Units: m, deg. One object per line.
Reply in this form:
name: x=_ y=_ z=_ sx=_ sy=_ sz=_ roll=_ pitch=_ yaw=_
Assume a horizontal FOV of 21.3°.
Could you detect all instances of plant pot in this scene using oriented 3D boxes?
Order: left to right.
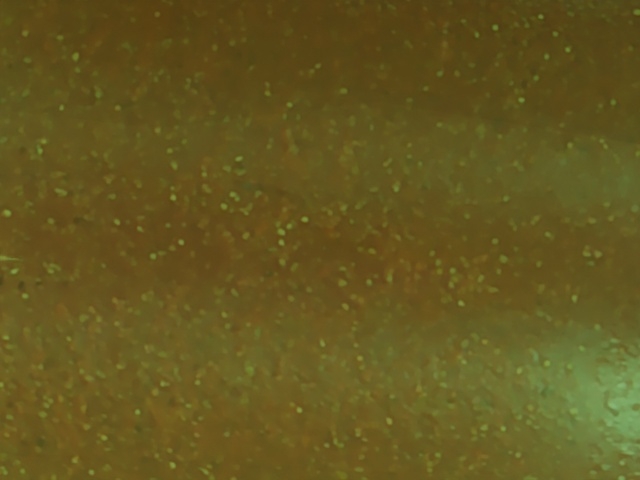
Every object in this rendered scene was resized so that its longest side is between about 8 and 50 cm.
plant pot: x=0.000 y=0.000 z=0.427 sx=0.265 sy=0.272 sz=0.272 roll=5 pitch=103 yaw=8
